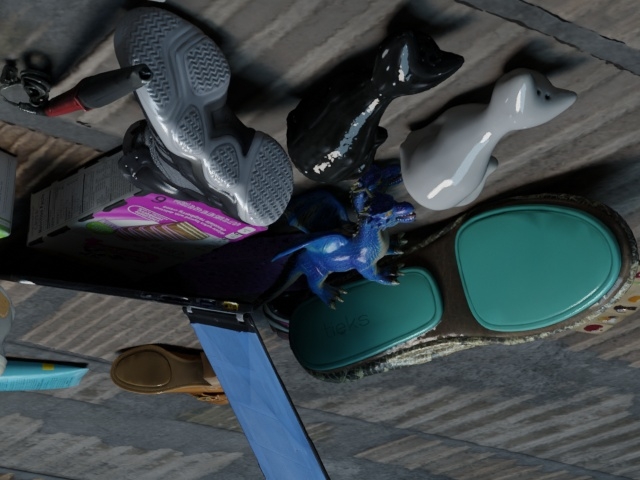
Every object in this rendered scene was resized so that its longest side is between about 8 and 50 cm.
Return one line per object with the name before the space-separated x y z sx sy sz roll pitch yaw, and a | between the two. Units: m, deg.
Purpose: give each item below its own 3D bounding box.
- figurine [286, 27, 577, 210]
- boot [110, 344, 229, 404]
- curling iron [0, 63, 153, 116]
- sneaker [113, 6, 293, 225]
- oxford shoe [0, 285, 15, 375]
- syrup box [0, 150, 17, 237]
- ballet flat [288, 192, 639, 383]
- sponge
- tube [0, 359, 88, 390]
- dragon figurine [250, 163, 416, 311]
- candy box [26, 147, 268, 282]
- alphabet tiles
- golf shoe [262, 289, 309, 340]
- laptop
figurine | 0.108 -0.120 1.466 0.215 0.092 0.209 13 150 -27
boot | -0.194 0.206 2.252 0.197 0.073 0.152 -2 161 14
curling iron | -0.221 -0.136 1.395 0.068 0.035 0.274 22 171 -33
sneaker | -0.146 -0.113 1.464 0.153 0.101 0.268 7 146 39
oxford shoe | -0.517 0.107 1.981 0.169 0.130 0.449 23 164 -33
syrup box | -0.433 -0.074 1.582 0.093 0.096 0.237 -16 152 36
ballet flat | 0.181 0.055 1.796 0.483 0.164 0.182 -21 169 36
sponge | -0.065 0.030 1.883 0.210 0.031 0.117 -5 157 14
tube | -0.454 0.201 2.287 0.207 0.052 0.080 4 162 -18
dragon figurine | 0.000 0.000 1.721 0.289 0.085 0.144 -17 136 31
candy box | -0.191 -0.032 1.696 0.159 0.071 0.233 21 150 -40
alphabet tiles | 0.330 0.068 1.977 0.198 0.009 0.237 10 155 -18
golf shoe | 0.018 0.094 1.980 0.186 0.067 0.086 -3 155 10
laptop | -0.193 0.174 1.823 0.408 0.236 0.382 9 176 -16
